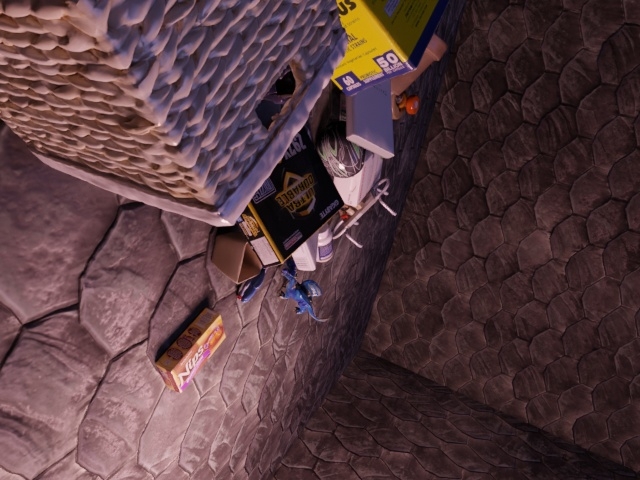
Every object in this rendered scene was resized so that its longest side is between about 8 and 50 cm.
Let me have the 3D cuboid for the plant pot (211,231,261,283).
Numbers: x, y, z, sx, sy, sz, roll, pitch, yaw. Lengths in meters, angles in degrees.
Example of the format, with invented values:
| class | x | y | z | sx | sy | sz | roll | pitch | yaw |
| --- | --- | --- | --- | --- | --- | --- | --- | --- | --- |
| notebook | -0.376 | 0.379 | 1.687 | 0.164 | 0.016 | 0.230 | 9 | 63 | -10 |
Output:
| class | x | y | z | sx | sy | sz | roll | pitch | yaw |
| --- | --- | --- | --- | --- | --- | --- | --- | --- | --- |
| plant pot | -0.208 | 0.030 | 1.055 | 0.109 | 0.096 | 0.108 | -23 | 132 | -65 |

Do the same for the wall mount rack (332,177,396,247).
| class | x | y | z | sx | sy | sz | roll | pitch | yaw |
| --- | --- | --- | --- | --- | --- | --- | --- | --- | --- |
| wall mount rack | 0.202 | -0.123 | 1.837 | 0.350 | 0.131 | 0.304 | -45 | -162 | 18 |

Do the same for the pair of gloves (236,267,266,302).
| class | x | y | z | sx | sy | sz | roll | pitch | yaw |
| --- | --- | --- | --- | --- | --- | --- | --- | --- | --- |
| pair of gloves | -0.178 | 0.104 | 1.181 | 0.159 | 0.023 | 0.198 | -58 | -166 | -13 |

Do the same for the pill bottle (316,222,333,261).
| class | x | y | z | sx | sy | sz | roll | pitch | yaw |
| --- | --- | --- | --- | --- | --- | --- | --- | --- | --- |
| pill bottle | 0.000 | 0.000 | 1.605 | 0.094 | 0.094 | 0.169 | -58 | 159 | -31 |

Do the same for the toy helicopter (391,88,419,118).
| class | x | y | z | sx | sy | sz | roll | pitch | yaw |
| --- | --- | --- | --- | --- | --- | --- | --- | --- | --- |
| toy helicopter | 0.318 | -0.693 | 1.776 | 0.235 | 0.140 | 0.354 | -30 | 127 | -49 |

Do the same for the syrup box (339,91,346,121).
| class | x | y | z | sx | sy | sz | roll | pitch | yaw |
| --- | --- | --- | --- | --- | --- | --- | --- | --- | --- |
| syrup box | 0.127 | -0.428 | 1.512 | 0.096 | 0.093 | 0.236 | -55 | 157 | -36 |

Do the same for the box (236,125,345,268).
| class | x | y | z | sx | sy | sz | roll | pitch | yaw |
| --- | --- | --- | --- | --- | --- | --- | --- | --- | --- |
| box | -0.090 | -0.123 | 1.029 | 0.256 | 0.080 | 0.322 | 60 | 40 | -12 |

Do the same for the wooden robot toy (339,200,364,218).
| class | x | y | z | sx | sy | sz | roll | pitch | yaw |
| --- | --- | --- | --- | --- | --- | --- | --- | --- | --- |
| wooden robot toy | 0.103 | -0.144 | 1.771 | 0.076 | 0.079 | 0.173 | -56 | -163 | -18 |

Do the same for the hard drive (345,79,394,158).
| class | x | y | z | sx | sy | sz | roll | pitch | yaw |
| --- | --- | --- | --- | --- | --- | --- | --- | --- | --- |
| hard drive | 0.160 | -0.440 | 1.362 | 0.203 | 0.040 | 0.306 | 14 | 71 | -42 |

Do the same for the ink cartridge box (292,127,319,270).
| class | x | y | z | sx | sy | sz | roll | pitch | yaw |
| --- | --- | --- | --- | --- | --- | --- | --- | --- | --- |
| ink cartridge box | -0.055 | -0.117 | 1.313 | 0.324 | 0.072 | 0.329 | 72 | 19 | -61 |

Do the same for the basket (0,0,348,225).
| class | x | y | z | sx | sy | sz | roll | pitch | yaw |
| --- | --- | --- | --- | --- | --- | --- | --- | --- | --- |
| basket | -0.192 | -0.245 | 0.472 | 0.328 | 0.332 | 0.266 | -61 | 154 | -23 |

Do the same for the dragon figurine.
| class | x | y | z | sx | sy | sz | roll | pitch | yaw |
| --- | --- | --- | --- | --- | --- | --- | --- | --- | --- |
| dragon figurine | -0.055 | 0.195 | 1.495 | 0.144 | 0.289 | 0.085 | -33 | -167 | 48 |

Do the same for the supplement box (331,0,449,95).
| class | x | y | z | sx | sy | sz | roll | pitch | yaw |
| --- | --- | --- | --- | --- | --- | --- | --- | --- | --- |
| supplement box | 0.036 | -0.480 | 0.777 | 0.357 | 0.194 | 0.195 | 37 | 69 | -30 |

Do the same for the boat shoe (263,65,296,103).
| class | x | y | z | sx | sy | sz | roll | pitch | yaw |
| --- | --- | --- | --- | --- | --- | --- | --- | --- | --- |
| boat shoe | -0.068 | -0.372 | 0.924 | 0.340 | 0.158 | 0.127 | -48 | 152 | -46 |

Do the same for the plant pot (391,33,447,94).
| class | x | y | z | sx | sy | sz | roll | pitch | yaw |
| --- | --- | --- | --- | --- | --- | --- | --- | --- | --- |
| plant pot | 0.285 | -0.668 | 1.530 | 0.229 | 0.263 | 0.263 | -56 | 167 | 22 |

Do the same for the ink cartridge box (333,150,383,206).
| class | x | y | z | sx | sy | sz | roll | pitch | yaw |
| --- | --- | --- | --- | --- | --- | --- | --- | --- | --- |
| ink cartridge box | 0.158 | -0.292 | 1.706 | 0.273 | 0.115 | 0.198 | -50 | 153 | -47 |

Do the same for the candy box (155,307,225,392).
| class | x | y | z | sx | sy | sz | roll | pitch | yaw |
| --- | --- | --- | --- | --- | --- | --- | --- | --- | --- |
| candy box | -0.322 | 0.275 | 1.064 | 0.186 | 0.053 | 0.109 | -54 | 156 | -42 |

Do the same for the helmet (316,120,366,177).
| class | x | y | z | sx | sy | sz | roll | pitch | yaw |
| --- | --- | --- | --- | --- | --- | --- | --- | --- | --- |
| helmet | 0.066 | -0.289 | 1.370 | 0.169 | 0.170 | 0.161 | 81 | 15 | -55 |
